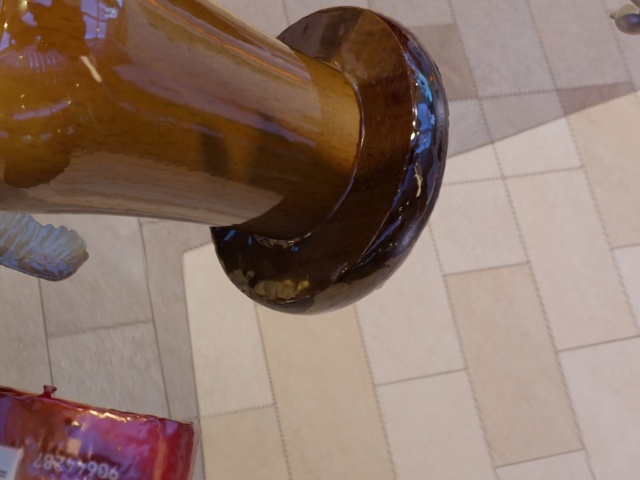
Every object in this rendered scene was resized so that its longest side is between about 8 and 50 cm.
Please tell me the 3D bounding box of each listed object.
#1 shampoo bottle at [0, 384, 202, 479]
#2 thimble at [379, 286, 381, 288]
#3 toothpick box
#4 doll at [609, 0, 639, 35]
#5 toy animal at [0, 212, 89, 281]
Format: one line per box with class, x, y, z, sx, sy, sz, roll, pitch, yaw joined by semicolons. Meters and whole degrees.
shampoo bottle;-0.135;0.221;0.419;0.118;0.076;0.314;8;80;7
thimble;0.000;0.000;0.726;0.110;0.084;0.062;6;55;5
toothpick box;-0.065;-0.065;0.540;0.294;0.192;0.192;14;62;-40
doll;0.338;-0.251;1.011;0.160;0.161;0.059;38;87;14
toy animal;-0.364;-0.023;0.893;0.272;0.160;0.197;15;40;-4
